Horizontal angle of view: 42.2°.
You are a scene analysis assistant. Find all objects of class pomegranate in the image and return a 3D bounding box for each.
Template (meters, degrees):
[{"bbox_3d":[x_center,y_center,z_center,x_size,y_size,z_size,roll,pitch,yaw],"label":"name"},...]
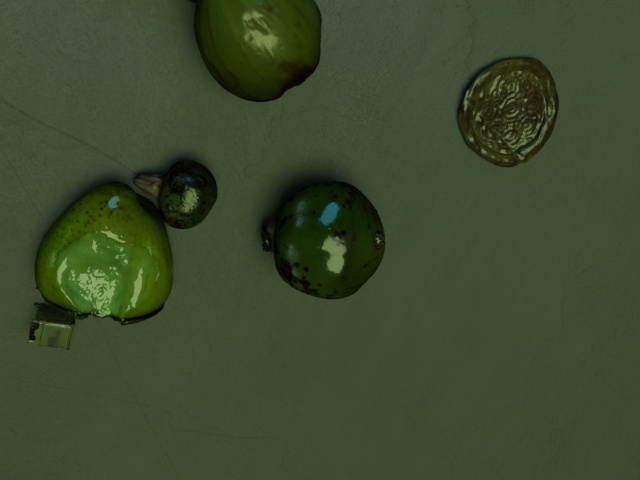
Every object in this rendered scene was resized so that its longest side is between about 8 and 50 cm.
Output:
[{"bbox_3d":[-0.283,-0.099,1.664,0.125,0.163,0.138,-16,128,-56],"label":"pomegranate"},{"bbox_3d":[0.000,0.000,1.724,0.270,0.254,0.254,-1,116,12],"label":"pomegranate"}]

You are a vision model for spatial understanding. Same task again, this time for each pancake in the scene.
[{"bbox_3d":[0.423,-0.288,1.839,0.250,0.031,0.250,-6,113,-14],"label":"pancake"}]

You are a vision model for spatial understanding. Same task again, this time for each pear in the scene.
[{"bbox_3d":[-0.409,0.017,1.642,0.292,0.159,0.292,-6,111,-15],"label":"pear"}]

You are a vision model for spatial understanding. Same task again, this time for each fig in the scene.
[{"bbox_3d":[-0.121,-0.392,1.504,0.239,0.239,0.271,-33,125,-1],"label":"fig"}]

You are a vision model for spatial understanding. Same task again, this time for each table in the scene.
[{"bbox_3d":[-0.553,0.175,1.706,0.083,0.079,0.062,10,110,-19],"label":"table"}]

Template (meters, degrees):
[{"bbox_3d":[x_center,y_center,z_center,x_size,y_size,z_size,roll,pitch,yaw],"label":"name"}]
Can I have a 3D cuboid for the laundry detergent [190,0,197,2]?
[{"bbox_3d":[-0.287,-0.541,1.462,0.237,0.076,0.171,22,126,-23],"label":"laundry detergent"}]
